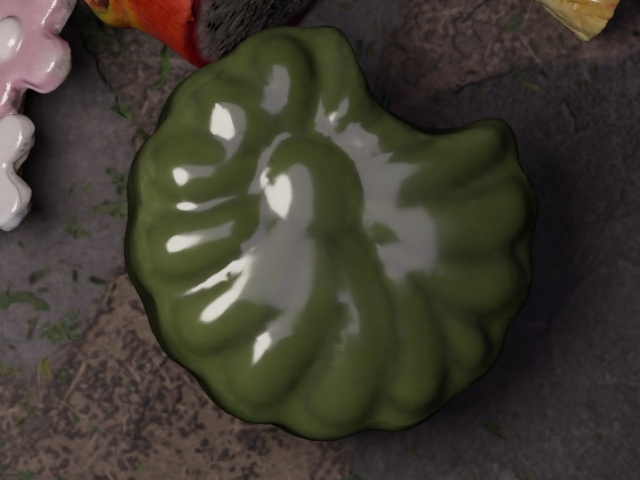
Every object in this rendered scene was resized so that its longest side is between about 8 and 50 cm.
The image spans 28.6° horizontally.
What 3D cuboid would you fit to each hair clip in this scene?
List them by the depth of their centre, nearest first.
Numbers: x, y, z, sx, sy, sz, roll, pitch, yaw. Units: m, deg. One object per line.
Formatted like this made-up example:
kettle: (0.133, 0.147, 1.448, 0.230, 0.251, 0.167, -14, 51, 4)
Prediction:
hair clip: (-0.279, -0.112, 1.105, 0.075, 0.146, 0.257, 6, 102, -46)

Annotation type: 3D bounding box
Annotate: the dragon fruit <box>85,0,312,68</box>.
dragon fruit: (-0.099, -0.321, 1.090, 0.226, 0.305, 0.305, 38, 79, 10)

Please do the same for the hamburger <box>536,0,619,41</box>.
hamburger: (0.225, -0.371, 1.183, 0.209, 0.162, 0.330, 17, 83, -3)

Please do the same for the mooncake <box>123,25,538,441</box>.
mooncake: (0.000, 0.000, 1.063, 0.351, 0.187, 0.351, 0, 90, -13)
